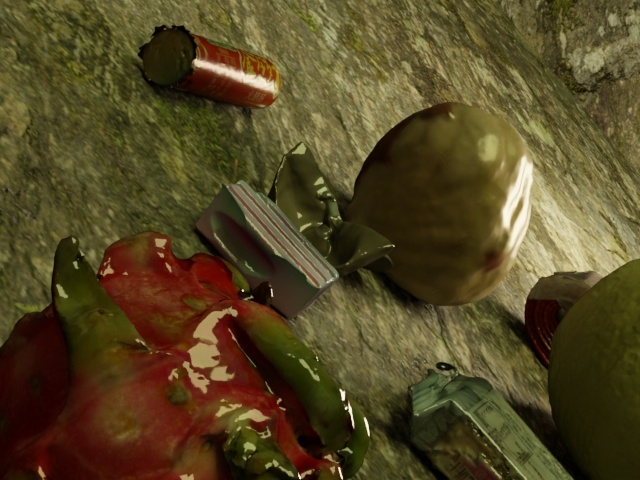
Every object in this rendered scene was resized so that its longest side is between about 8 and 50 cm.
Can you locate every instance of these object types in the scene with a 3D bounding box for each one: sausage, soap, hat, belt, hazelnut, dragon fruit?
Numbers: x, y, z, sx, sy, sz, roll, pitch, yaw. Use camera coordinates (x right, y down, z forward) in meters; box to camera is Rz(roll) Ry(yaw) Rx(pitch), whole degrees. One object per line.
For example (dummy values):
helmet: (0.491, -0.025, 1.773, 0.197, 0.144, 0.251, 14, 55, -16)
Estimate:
sausage: (-0.121, -0.207, 1.783, 0.083, 0.083, 0.264, 52, 19, 19)
soap: (-0.058, 0.008, 1.493, 0.149, 0.056, 0.100, 47, 17, 4)
hat: (0.000, 0.000, 1.647, 0.166, 0.144, 0.173, 51, -24, 23)
belt: (0.376, 0.130, 2.026, 0.201, 0.128, 0.124, 52, 19, 9)
hazelnut: (0.146, -0.041, 1.824, 0.241, 0.261, 0.261, -4, 44, -23)
dragon fruit: (-0.100, 0.125, 0.912, 0.237, 0.231, 0.303, 22, 17, -26)

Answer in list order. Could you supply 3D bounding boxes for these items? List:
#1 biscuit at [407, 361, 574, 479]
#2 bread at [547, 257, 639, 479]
biscuit: (0.208, 0.256, 1.500, 0.309, 0.079, 0.186, 47, 17, 7)
bread: (0.429, 0.184, 1.761, 0.320, 0.320, 0.237, 27, 22, -42)
